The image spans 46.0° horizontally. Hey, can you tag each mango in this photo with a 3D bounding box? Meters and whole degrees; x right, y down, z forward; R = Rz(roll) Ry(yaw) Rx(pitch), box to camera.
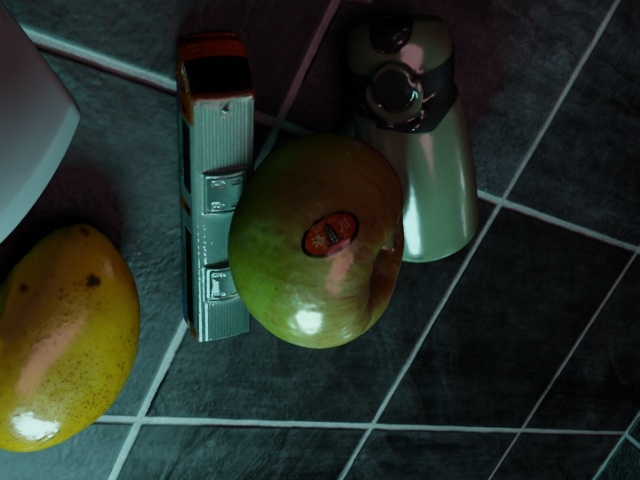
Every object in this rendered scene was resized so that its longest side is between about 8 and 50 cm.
[{"bbox_3d":[-0.316,0.121,0.914,0.191,0.160,0.291,20,97,-35],"label":"mango"}]

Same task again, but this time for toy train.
[{"bbox_3d":[-0.131,-0.052,0.966,0.086,0.089,0.410,-10,125,-23],"label":"toy train"}]

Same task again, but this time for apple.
[{"bbox_3d":[0.000,0.000,0.933,0.261,0.193,0.261,-49,149,-43],"label":"apple"}]

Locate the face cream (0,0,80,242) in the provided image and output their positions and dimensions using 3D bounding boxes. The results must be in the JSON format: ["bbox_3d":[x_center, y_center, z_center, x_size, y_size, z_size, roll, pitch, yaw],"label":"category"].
[{"bbox_3d":[-0.406,-0.085,0.617,0.357,0.312,0.219,-38,175,-11],"label":"face cream"}]

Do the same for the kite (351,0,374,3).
[{"bbox_3d":[0.016,-0.382,0.898,0.229,0.012,0.250,-40,133,-7],"label":"kite"}]

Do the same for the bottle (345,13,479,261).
[{"bbox_3d":[0.122,-0.144,1.026,0.168,0.168,0.347,-28,129,-16],"label":"bottle"}]
